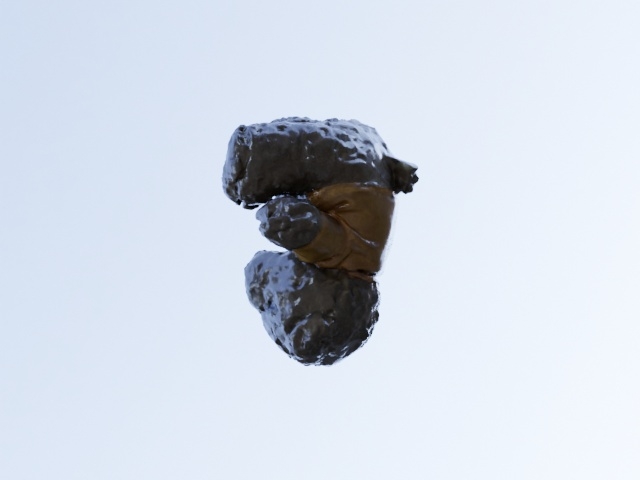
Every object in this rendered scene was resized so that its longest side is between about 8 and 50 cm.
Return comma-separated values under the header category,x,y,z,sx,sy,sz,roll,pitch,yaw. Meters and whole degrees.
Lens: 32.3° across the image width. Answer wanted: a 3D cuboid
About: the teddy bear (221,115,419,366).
category,x,y,z,sx,sy,sz,roll,pitch,yaw
teddy bear,0.000,0.000,0.839,0.140,0.177,0.190,6,-86,6
